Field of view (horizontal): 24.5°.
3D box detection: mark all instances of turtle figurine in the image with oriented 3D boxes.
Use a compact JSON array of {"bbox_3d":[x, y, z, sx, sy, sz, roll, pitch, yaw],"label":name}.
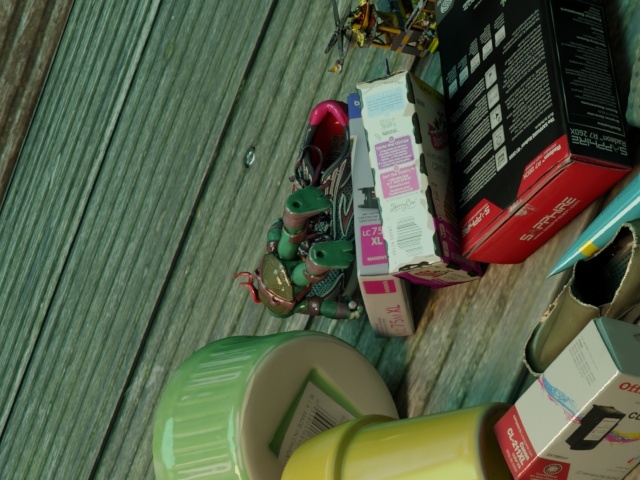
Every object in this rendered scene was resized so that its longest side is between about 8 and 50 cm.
[{"bbox_3d":[-0.024,0.041,1.849,0.175,0.118,0.234,47,153,15],"label":"turtle figurine"}]

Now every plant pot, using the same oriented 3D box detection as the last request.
[{"bbox_3d":[0.124,0.290,1.578,0.239,0.254,0.254,-28,52,33],"label":"plant pot"}]

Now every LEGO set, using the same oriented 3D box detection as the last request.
[{"bbox_3d":[0.070,-0.406,1.987,0.255,0.192,0.331,-52,38,48],"label":"LEGO set"}]

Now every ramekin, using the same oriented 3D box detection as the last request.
[{"bbox_3d":[-0.040,0.254,1.806,0.148,0.303,0.303,-20,60,48],"label":"ramekin"}]

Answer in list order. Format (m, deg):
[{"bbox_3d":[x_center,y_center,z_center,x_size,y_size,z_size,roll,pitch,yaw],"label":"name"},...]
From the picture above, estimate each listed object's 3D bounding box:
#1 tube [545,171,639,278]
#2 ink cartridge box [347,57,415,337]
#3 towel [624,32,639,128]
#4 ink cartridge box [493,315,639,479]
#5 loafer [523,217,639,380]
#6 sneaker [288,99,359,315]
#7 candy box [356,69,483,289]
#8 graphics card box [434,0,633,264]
[{"bbox_3d":[0.320,-0.029,1.542,0.207,0.080,0.052,-46,69,38],"label":"tube"},{"bbox_3d":[0.076,-0.054,1.876,0.186,0.065,0.311,73,-165,-61],"label":"ink cartridge box"},{"bbox_3d":[0.443,-0.258,1.465,0.312,0.056,0.324,13,91,63],"label":"towel"},{"bbox_3d":[0.277,0.167,1.461,0.175,0.127,0.072,-54,37,33],"label":"ink cartridge box"},{"bbox_3d":[0.283,0.057,1.541,0.251,0.087,0.094,-54,36,33],"label":"loafer"},{"bbox_3d":[-0.003,-0.045,2.007,0.120,0.112,0.299,1,75,15],"label":"sneaker"},{"bbox_3d":[0.120,-0.069,1.751,0.071,0.159,0.234,-15,77,21],"label":"candy box"},{"bbox_3d":[0.236,-0.185,1.708,0.233,0.094,0.371,132,141,-51],"label":"graphics card box"}]
